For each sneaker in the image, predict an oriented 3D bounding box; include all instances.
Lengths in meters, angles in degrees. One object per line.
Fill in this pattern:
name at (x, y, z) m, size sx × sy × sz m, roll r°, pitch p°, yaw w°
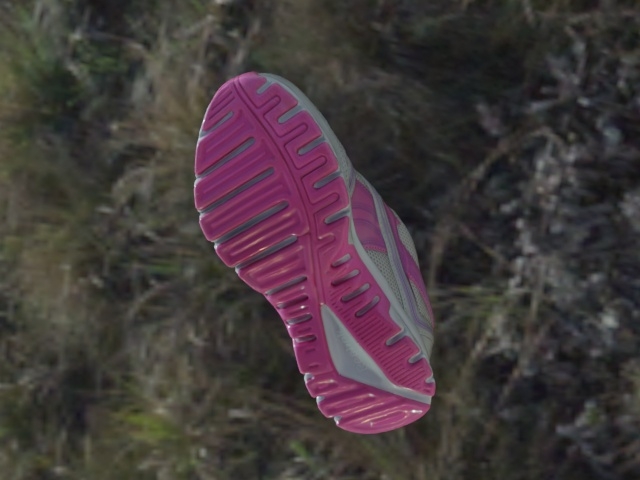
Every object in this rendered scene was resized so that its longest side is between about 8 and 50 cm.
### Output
sneaker at (0.000, 0.000, 1.015) m, size 0.103 × 0.111 × 0.252 m, roll -19°, pitch 108°, yaw 18°
